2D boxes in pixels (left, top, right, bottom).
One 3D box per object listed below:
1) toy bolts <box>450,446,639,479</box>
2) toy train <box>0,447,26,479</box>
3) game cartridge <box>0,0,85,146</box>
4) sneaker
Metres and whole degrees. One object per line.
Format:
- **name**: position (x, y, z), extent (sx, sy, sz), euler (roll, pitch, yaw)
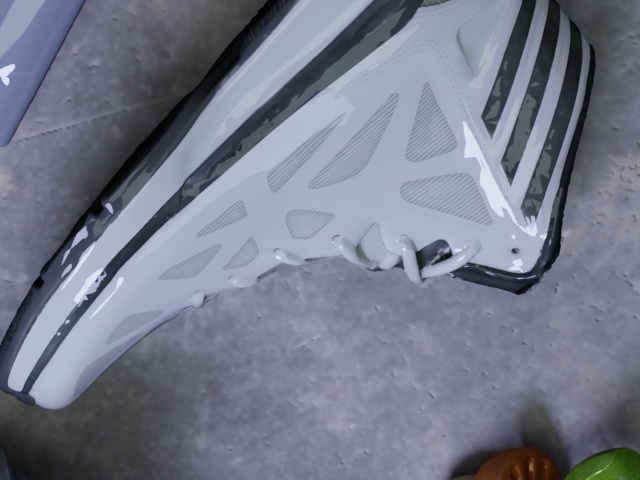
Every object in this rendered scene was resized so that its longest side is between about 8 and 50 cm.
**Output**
- **toy bolts**: position (0.166, 0.281, 1.137), extent (0.159, 0.228, 0.218), euler (-7, 145, 40)
- **toy train**: position (-0.243, 0.276, 1.082), extent (0.142, 0.334, 0.190), euler (-7, 117, -26)
- **game cartridge**: position (-0.294, -0.215, 1.043), extent (0.297, 0.062, 0.198), euler (29, 113, -7)
- **sneaker**: position (0.000, 0.000, 1.038), extent (0.257, 0.169, 0.447), euler (41, 104, -9)
